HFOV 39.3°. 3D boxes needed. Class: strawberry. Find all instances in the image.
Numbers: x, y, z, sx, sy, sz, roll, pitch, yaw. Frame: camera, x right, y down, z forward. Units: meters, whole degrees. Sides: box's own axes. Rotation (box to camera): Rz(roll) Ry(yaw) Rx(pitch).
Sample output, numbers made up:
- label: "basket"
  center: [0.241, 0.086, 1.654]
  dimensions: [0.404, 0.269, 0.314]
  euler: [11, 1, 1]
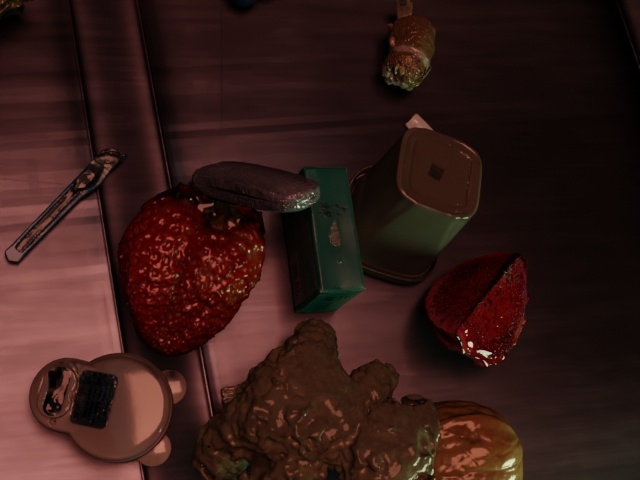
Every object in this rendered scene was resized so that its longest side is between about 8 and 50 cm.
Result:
- label: "strawberry"
  center: [-0.229, 0.058, 1.542]
  dimensions: [0.250, 0.238, 0.288]
  euler: [11, 81, -11]

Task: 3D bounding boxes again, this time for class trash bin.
- label: "trash bin"
  center: [0.175, -0.071, 1.715]
  dimensions: [0.219, 0.250, 0.219]
  euler: [17, 61, -13]

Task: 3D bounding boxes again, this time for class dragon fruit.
- label: "dragon fruit"
  center: [0.306, 0.130, 1.753]
  dimensions: [0.189, 0.163, 0.261]
  euler: [30, 57, 25]

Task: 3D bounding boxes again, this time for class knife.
- label: "knife"
  center: [-0.458, -0.068, 1.618]
  dimensions: [0.044, 0.026, 0.296]
  euler: [44, 63, -13]

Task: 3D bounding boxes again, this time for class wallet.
- label: "wallet"
  center: [0.221, -0.231, 1.917]
  dimensions: [0.083, 0.011, 0.044]
  euler: [46, 64, 0]

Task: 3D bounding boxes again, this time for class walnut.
- label: "walnut"
  center: [0.232, 0.390, 1.593]
  dimensions: [0.261, 0.225, 0.225]
  euler: [-3, 73, -13]

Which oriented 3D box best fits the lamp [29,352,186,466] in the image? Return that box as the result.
- label: "lamp"
  center: [-0.356, 0.273, 1.487]
  dimensions: [0.246, 0.108, 0.180]
  euler: [14, 71, -6]

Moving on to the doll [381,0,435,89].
- label: "doll"
  center: [0.191, -0.422, 1.926]
  dimensions: [0.115, 0.105, 0.221]
  euler: [-7, 59, 22]

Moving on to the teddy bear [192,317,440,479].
- label: "teddy bear"
  center: [0.021, 0.328, 1.488]
  dimensions: [0.367, 0.224, 0.357]
  euler: [37, 60, 11]

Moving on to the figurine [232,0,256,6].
- label: "figurine"
  center: [-0.132, -0.527, 1.878]
  dimensions: [0.136, 0.077, 0.079]
  euler: [-3, 107, -36]

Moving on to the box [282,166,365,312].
- label: "box"
  center: [0.000, 0.000, 1.680]
  dimensions: [0.092, 0.153, 0.245]
  euler: [-1, 73, -20]

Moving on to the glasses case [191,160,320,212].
- label: "glasses case"
  center: [-0.121, -0.100, 1.627]
  dimensions: [0.109, 0.282, 0.067]
  euler: [-21, 115, -44]

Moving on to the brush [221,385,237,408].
- label: "brush"
  center: [-0.025, 0.294, 1.646]
  dimensions: [0.314, 0.017, 0.090]
  euler: [-3, 72, -21]

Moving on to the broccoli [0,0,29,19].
- label: "broccoli"
  center: [-0.631, -0.361, 1.612]
  dimensions: [0.145, 0.165, 0.304]
  euler: [28, 75, -43]
